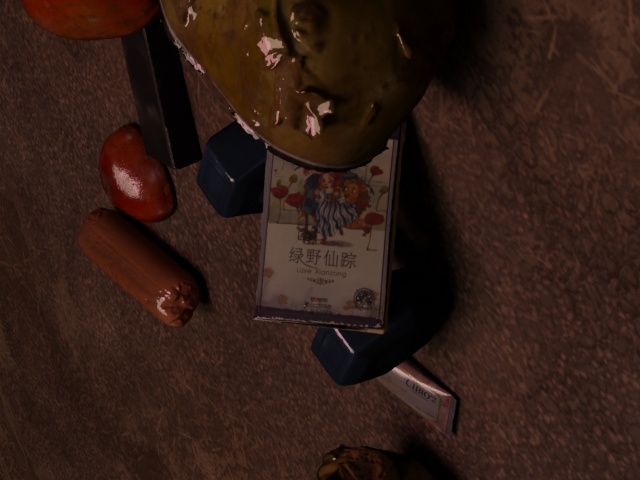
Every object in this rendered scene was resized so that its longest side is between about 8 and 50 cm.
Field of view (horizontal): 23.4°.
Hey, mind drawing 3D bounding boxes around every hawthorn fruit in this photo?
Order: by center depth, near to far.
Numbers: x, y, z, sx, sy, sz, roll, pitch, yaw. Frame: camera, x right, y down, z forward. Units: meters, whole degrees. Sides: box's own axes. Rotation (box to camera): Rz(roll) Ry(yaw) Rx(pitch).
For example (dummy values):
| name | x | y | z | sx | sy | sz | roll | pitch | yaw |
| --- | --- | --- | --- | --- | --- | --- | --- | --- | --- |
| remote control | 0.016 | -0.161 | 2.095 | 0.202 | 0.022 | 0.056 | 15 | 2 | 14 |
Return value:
| name | x | y | z | sx | sy | sz | roll | pitch | yaw |
| --- | --- | --- | --- | --- | --- | --- | --- | --- | --- |
| hawthorn fruit | -0.245 | -0.337 | 1.809 | 0.262 | 0.210 | 0.211 | 7 | 120 | 51 |

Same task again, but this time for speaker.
| name | x | y | z | sx | sy | sz | roll | pitch | yaw |
| --- | --- | --- | --- | --- | --- | --- | --- | --- | --- |
| speaker | -0.215 | -0.206 | 2.042 | 0.082 | 0.044 | 0.218 | 29 | 137 | 49 |

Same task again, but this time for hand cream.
| name | x | y | z | sx | sy | sz | roll | pitch | yaw |
| --- | --- | --- | --- | --- | --- | --- | --- | --- | --- |
| hand cream | 0.083 | 0.152 | 1.828 | 0.209 | 0.043 | 0.067 | 38 | 139 | 32 |

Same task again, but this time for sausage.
| name | x | y | z | sx | sy | sz | roll | pitch | yaw |
| --- | --- | --- | --- | --- | --- | --- | --- | --- | --- |
| sausage | -0.276 | 0.036 | 2.321 | 0.289 | 0.086 | 0.086 | 36 | 142 | 45 |

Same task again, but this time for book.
| name | x | y | z | sx | sy | sz | roll | pitch | yaw |
| --- | --- | --- | --- | --- | --- | --- | --- | --- | --- |
| book | 0.007 | -0.024 | 1.624 | 0.157 | 0.026 | 0.231 | 5 | 89 | 25 |

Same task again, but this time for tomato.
| name | x | y | z | sx | sy | sz | roll | pitch | yaw |
| --- | --- | --- | --- | --- | --- | --- | --- | --- | --- |
| tomato | -0.280 | -0.087 | 2.239 | 0.155 | 0.069 | 0.156 | 44 | 148 | 37 |

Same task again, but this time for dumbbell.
| name | x | y | z | sx | sy | sz | roll | pitch | yaw |
| --- | --- | --- | --- | --- | --- | --- | --- | --- | --- |
| dumbbell | 0.000 | 0.000 | 1.724 | 0.325 | 0.160 | 0.144 | 55 | -176 | 17 |

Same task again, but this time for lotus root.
| name | x | y | z | sx | sy | sz | roll | pitch | yaw |
| --- | --- | --- | --- | --- | --- | --- | --- | --- | --- |
| lotus root | 0.072 | 0.389 | 1.897 | 0.183 | 0.182 | 0.310 | 39 | 146 | 41 |

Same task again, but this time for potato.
| name | x | y | z | sx | sy | sz | roll | pitch | yaw |
| --- | --- | --- | --- | --- | --- | --- | --- | --- | --- |
| potato | -0.003 | -0.237 | 1.442 | 0.300 | 0.246 | 0.196 | 52 | 133 | 19 |
